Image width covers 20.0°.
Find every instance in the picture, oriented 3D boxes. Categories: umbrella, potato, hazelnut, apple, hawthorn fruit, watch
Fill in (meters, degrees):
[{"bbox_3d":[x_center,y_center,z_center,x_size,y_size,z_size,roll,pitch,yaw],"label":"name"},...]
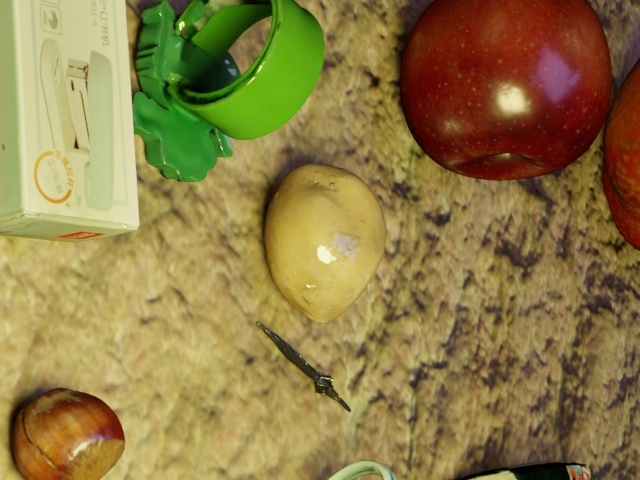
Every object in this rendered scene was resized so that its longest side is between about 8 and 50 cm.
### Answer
[{"bbox_3d":[-0.012,0.119,1.672,0.149,0.022,0.022,44,5,-38],"label":"umbrella"},{"bbox_3d":[-0.001,-0.002,1.651,0.112,0.112,0.147,30,49,-46],"label":"potato"},{"bbox_3d":[-0.190,0.150,1.372,0.086,0.086,0.086,20,65,-50],"label":"hazelnut"},{"bbox_3d":[0.191,-0.166,1.863,0.218,0.218,0.201,15,63,-52],"label":"apple"},{"bbox_3d":[0.481,-0.130,2.219,0.287,0.287,0.330,51,38,-33],"label":"hawthorn fruit"},{"bbox_3d":[-0.073,-0.138,1.547,0.131,0.152,0.165,37,51,-47],"label":"watch"}]

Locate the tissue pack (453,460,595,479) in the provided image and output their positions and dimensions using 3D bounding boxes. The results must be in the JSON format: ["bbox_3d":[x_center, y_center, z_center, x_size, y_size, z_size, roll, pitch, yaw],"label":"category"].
[{"bbox_3d":[0.205,0.275,1.859,0.170,0.103,0.090,1,73,-55],"label":"tissue pack"}]

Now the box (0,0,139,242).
[{"bbox_3d":[-0.218,-0.136,1.405,0.135,0.079,0.269,9,74,-53],"label":"box"}]

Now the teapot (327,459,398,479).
[{"bbox_3d":[0.016,0.299,1.551,0.159,0.159,0.232,38,52,-43],"label":"teapot"}]
